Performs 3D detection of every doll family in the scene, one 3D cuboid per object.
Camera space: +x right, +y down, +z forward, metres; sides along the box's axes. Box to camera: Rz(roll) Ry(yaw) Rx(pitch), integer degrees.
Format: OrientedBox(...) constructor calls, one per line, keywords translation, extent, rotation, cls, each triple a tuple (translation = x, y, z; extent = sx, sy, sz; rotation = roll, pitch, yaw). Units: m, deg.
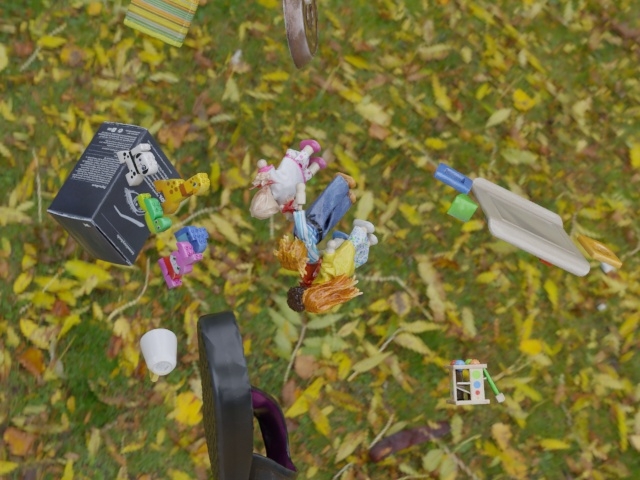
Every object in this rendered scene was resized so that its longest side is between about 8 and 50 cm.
OrientedBox(translation=(0.000, 0.000, 1.248), extent=(0.118, 0.262, 0.163), rotation=(10, 46, 35), cls="doll family")

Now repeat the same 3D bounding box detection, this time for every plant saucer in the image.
OrientedBox(translation=(-0.028, -0.357, 1.485), extent=(0.029, 0.168, 0.168), rotation=(-2, 60, 10), cls="plant saucer")

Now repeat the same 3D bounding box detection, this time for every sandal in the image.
OrientedBox(translation=(-0.078, 0.242, 1.110), extent=(0.107, 0.445, 0.167), rotation=(-9, 55, -11), cls="sandal")

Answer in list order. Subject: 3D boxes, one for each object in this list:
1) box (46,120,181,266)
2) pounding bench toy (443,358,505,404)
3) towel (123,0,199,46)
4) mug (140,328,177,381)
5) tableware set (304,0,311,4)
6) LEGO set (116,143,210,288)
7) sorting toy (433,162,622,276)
OrientedBox(translation=(-0.364, -0.083, 1.675), extent=(0.108, 0.153, 0.207), rotation=(12, 61, 28), cls="box")
OrientedBox(translation=(0.232, 0.209, 1.393), extent=(0.083, 0.052, 0.065), rotation=(-1, 83, -9), cls="pounding bench toy")
OrientedBox(translation=(-0.228, -0.434, 1.502), extent=(0.102, 0.237, 0.021), rotation=(22, 24, -14), cls="towel")
OrientedBox(translation=(-0.267, 0.198, 1.575), extent=(0.062, 0.078, 0.064), rotation=(-17, 40, -4), cls="mug")
OrientedBox(translation=(-0.009, -0.299, 0.848), extent=(0.039, 0.128, 0.194), rotation=(-15, 28, 11), cls="tableware set")
OrientedBox(translation=(-0.214, -0.053, 1.430), extent=(0.087, 0.093, 0.227), rotation=(-10, 75, -58), cls="LEGO set")
OrientedBox(translation=(0.328, -0.015, 1.502), extent=(0.348, 0.047, 0.196), rotation=(24, 23, -10), cls="sorting toy")
